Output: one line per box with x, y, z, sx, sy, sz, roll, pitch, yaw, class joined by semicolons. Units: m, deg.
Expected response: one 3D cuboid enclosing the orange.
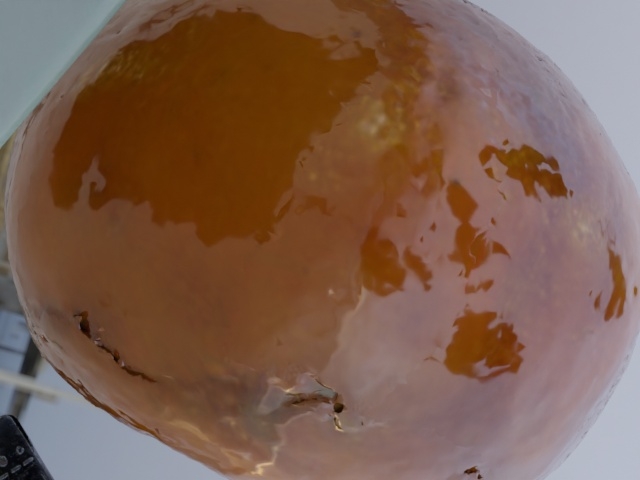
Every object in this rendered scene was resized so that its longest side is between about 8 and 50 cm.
0.000;0.000;0.665;0.226;0.284;0.284;-68;-168;-11;orange

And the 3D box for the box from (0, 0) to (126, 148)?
-0.198;-0.179;0.474;0.352;0.344;0.177;-58;141;-33;box

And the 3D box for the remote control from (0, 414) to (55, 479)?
-0.158;0.142;0.810;0.039;0.096;0.014;-30;173;-29;remote control
